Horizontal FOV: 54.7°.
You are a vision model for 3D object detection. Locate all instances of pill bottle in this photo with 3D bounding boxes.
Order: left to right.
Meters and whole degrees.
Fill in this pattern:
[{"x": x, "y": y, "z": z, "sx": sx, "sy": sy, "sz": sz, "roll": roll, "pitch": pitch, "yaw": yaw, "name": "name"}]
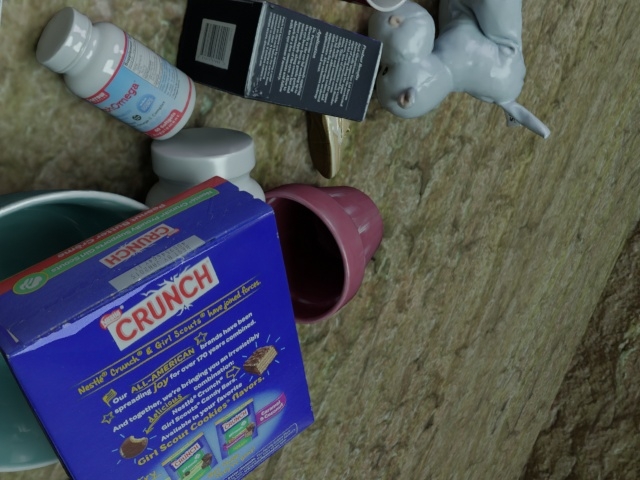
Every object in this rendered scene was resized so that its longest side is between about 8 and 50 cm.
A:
[{"x": -0.222, "y": -0.183, "z": 0.686, "sx": 0.160, "sy": 0.087, "sz": 0.087, "roll": 28, "pitch": 90, "yaw": -48, "name": "pill bottle"}, {"x": -0.146, "y": -0.003, "z": 0.809, "sx": 0.153, "sy": 0.153, "sz": 0.265, "roll": -20, "pitch": 124, "yaw": -37, "name": "pill bottle"}]

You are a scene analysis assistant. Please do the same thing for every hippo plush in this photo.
[{"x": 0.188, "y": -0.292, "z": 1.000, "sx": 0.236, "sy": 0.234, "sz": 0.294, "roll": -17, "pitch": 111, "yaw": -3, "name": "hippo plush"}]

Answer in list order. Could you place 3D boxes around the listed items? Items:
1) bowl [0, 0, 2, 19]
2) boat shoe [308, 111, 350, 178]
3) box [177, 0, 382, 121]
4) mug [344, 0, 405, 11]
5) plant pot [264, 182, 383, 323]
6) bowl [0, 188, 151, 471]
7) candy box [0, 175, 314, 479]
[{"x": -0.368, "y": -0.211, "z": 0.550, "sx": 0.142, "sy": 0.053, "sz": 0.142, "roll": -1, "pitch": 111, "yaw": -46, "name": "bowl"}, {"x": 0.018, "y": -0.178, "z": 0.950, "sx": 0.059, "sy": 0.063, "sz": 0.170, "roll": -24, "pitch": 126, "yaw": -28, "name": "boat shoe"}, {"x": -0.050, "y": -0.230, "z": 0.788, "sx": 0.207, "sy": 0.153, "sz": 0.108, "roll": -1, "pitch": 111, "yaw": -46, "name": "box"}, {"x": 0.015, "y": -0.359, "z": 0.771, "sx": 0.150, "sy": 0.169, "sz": 0.113, "roll": 0, "pitch": 111, "yaw": -45, "name": "mug"}, {"x": 0.000, "y": 0.000, "z": 0.943, "sx": 0.180, "sy": 0.201, "sz": 0.201, "roll": -30, "pitch": 131, "yaw": -51, "name": "plant pot"}, {"x": -0.307, "y": 0.071, "z": 0.677, "sx": 0.311, "sy": 0.163, "sz": 0.312, "roll": -22, "pitch": 124, "yaw": -36, "name": "bowl"}, {"x": -0.156, "y": 0.134, "z": 0.651, "sx": 0.268, "sy": 0.122, "sz": 0.317, "roll": -30, "pitch": 131, "yaw": -30, "name": "candy box"}]
